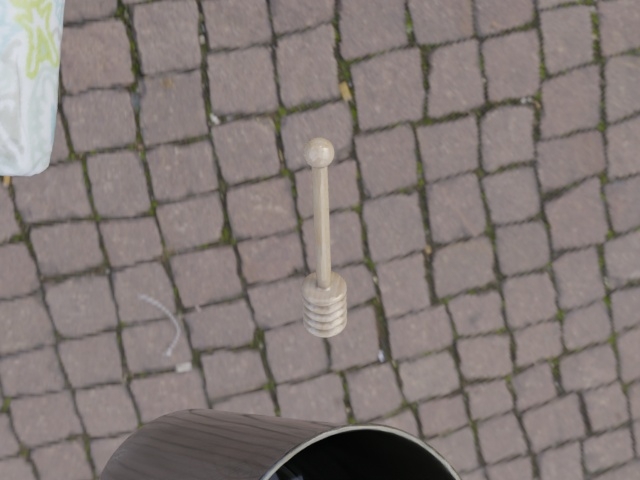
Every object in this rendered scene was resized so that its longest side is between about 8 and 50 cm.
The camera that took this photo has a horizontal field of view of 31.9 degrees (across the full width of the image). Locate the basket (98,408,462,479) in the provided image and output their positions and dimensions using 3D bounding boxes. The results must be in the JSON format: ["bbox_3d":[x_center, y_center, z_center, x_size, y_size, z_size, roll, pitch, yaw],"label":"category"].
[{"bbox_3d":[-0.032,0.176,0.601,0.154,0.227,0.204,-8,96,-26],"label":"basket"}]

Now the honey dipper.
[{"bbox_3d":[0.000,0.000,0.697,0.031,0.030,0.160,-11,137,-6],"label":"honey dipper"}]

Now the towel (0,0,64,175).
[{"bbox_3d":[-0.335,-0.208,0.676,0.375,0.090,0.320,2,105,-30],"label":"towel"}]
